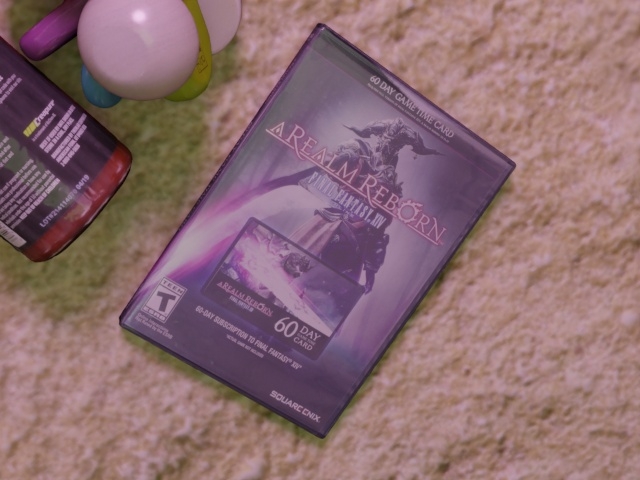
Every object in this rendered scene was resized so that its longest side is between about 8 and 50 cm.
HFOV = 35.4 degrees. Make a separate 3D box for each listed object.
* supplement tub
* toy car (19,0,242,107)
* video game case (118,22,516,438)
[{"bbox_3d":[-0.230,-0.083,0.668,0.198,0.106,0.106,43,93,-19],"label":"supplement tub"},{"bbox_3d":[-0.144,-0.165,0.649,0.136,0.159,0.182,-20,111,20],"label":"toy car"},{"bbox_3d":[0.000,0.000,0.785,0.196,0.026,0.274,33,97,-19],"label":"video game case"}]
